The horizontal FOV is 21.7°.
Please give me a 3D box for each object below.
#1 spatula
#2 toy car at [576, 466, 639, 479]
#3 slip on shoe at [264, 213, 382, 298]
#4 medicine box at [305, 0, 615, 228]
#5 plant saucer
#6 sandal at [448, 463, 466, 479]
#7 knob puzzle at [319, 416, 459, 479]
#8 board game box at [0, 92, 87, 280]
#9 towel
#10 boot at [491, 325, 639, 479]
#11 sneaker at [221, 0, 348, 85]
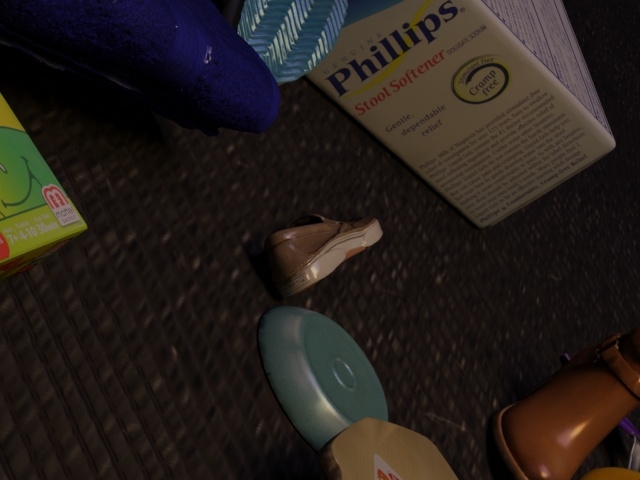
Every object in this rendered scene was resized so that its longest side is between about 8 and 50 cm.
[{"bbox_3d":[0.265,0.214,1.378,0.084,0.030,0.296,40,27,-39],"label":"spatula"},{"bbox_3d":[0.215,0.249,1.122,0.136,0.159,0.182,91,-17,-52],"label":"toy car"},{"bbox_3d":[0.000,0.000,1.112,0.041,0.051,0.135,59,30,-1],"label":"slip on shoe"},{"bbox_3d":[0.094,-0.203,1.439,0.289,0.149,0.263,38,29,-36],"label":"medicine box"},{"bbox_3d":[0.008,0.088,1.042,0.119,0.021,0.119,44,26,-28],"label":"plant saucer"},{"bbox_3d":[0.088,0.192,1.038,0.067,0.040,0.179,49,23,-16],"label":"sandal"},{"bbox_3d":[0.057,0.180,0.933,0.213,0.030,0.213,45,22,-24],"label":"knob puzzle"},{"bbox_3d":[-0.196,-0.063,0.804,0.181,0.043,0.092,57,23,1],"label":"board game box"},{"bbox_3d":[-0.157,-0.169,0.940,0.227,0.076,0.308,53,11,22],"label":"towel"},{"bbox_3d":[0.212,0.115,1.244,0.073,0.152,0.197,53,23,-8],"label":"boot"},{"bbox_3d":[-0.036,-0.194,1.259,0.087,0.092,0.229,45,44,-30],"label":"sneaker"}]
